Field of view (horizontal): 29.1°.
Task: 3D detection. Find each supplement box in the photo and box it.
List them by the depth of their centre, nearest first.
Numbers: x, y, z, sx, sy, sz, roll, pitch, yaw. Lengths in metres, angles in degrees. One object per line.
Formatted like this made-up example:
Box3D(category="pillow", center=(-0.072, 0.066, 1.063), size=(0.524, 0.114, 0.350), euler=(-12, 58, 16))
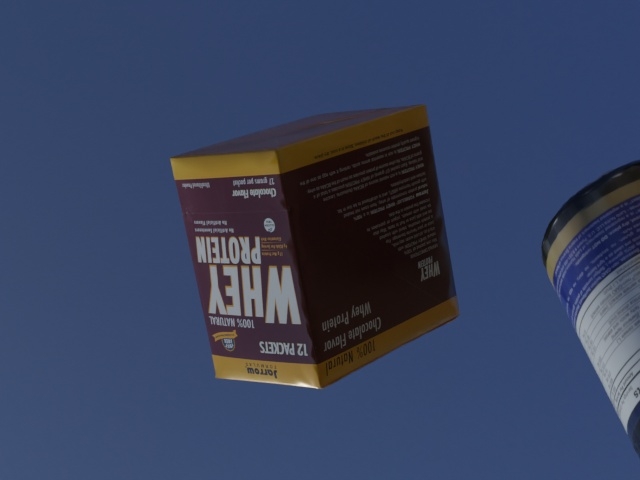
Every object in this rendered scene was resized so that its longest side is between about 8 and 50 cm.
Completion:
Box3D(category="supplement box", center=(0.000, 0.000, 1.053), size=(0.191, 0.129, 0.194), euler=(-22, -75, -45))

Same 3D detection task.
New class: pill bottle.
Box3D(category="pill bottle", center=(0.224, 0.066, 0.722), size=(0.122, 0.123, 0.219), euler=(-3, -130, -22))
